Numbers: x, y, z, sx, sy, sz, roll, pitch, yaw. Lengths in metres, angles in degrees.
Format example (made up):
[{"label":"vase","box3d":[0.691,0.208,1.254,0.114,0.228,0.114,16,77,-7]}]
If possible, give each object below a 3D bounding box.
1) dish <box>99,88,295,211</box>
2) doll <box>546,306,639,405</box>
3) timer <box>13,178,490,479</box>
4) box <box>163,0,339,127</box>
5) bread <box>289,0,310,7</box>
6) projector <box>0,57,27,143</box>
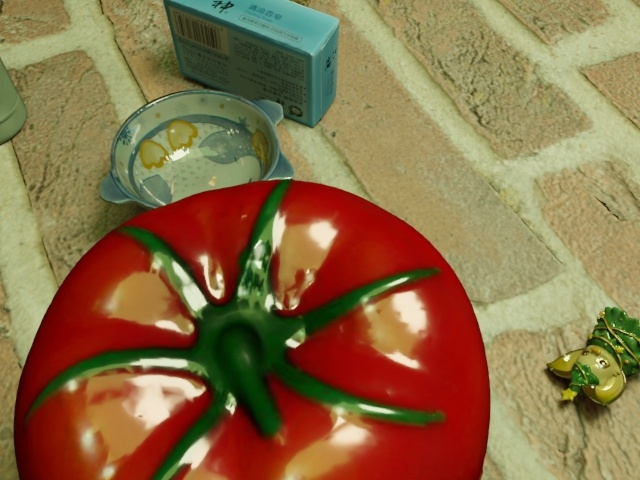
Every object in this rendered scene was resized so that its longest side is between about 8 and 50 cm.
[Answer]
[{"label":"dish","box3d":[-0.149,-0.080,0.825,0.236,0.086,0.228,-12,57,-9]},{"label":"doll","box3d":[0.305,0.135,0.702,0.113,0.076,0.078,-53,39,1]},{"label":"timer","box3d":[-0.050,0.134,0.558,0.378,0.279,0.378,-1,56,2]},{"label":"box","box3d":[-0.092,-0.267,0.914,0.232,0.142,0.083,23,61,13]},{"label":"bread","box3d":[-0.079,-0.390,1.049,0.192,0.067,0.119,-20,37,-13]},{"label":"projector","box3d":[-0.473,-0.265,0.801,0.108,0.337,0.108,-1,53,1]}]
